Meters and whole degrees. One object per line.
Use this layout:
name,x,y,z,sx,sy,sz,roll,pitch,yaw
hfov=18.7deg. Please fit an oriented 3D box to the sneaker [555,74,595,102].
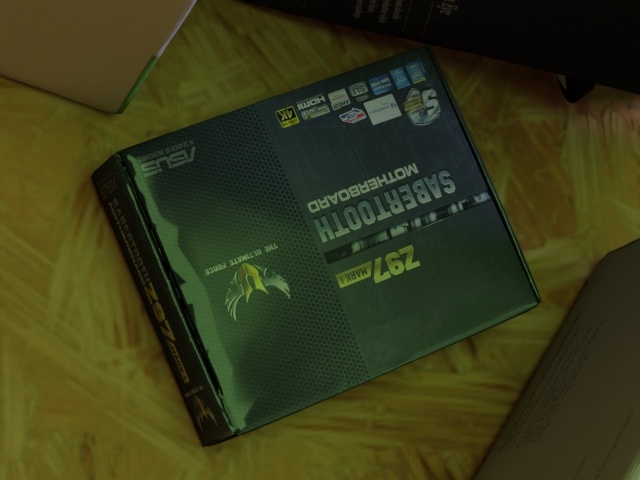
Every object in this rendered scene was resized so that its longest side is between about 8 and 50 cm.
sneaker,0.288,-0.138,1.337,0.302,0.108,0.121,1,77,-15

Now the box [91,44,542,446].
box,0.000,0.000,1.198,0.232,0.059,0.183,-20,86,-26

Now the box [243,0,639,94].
box,0.124,-0.236,1.105,0.312,0.343,0.179,14,77,0

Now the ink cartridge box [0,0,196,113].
ink cartridge box,-0.112,-0.240,1.136,0.115,0.198,0.273,18,69,-12

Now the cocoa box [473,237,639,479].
cocoa box,0.230,0.180,1.150,0.228,0.231,0.347,38,65,-9
